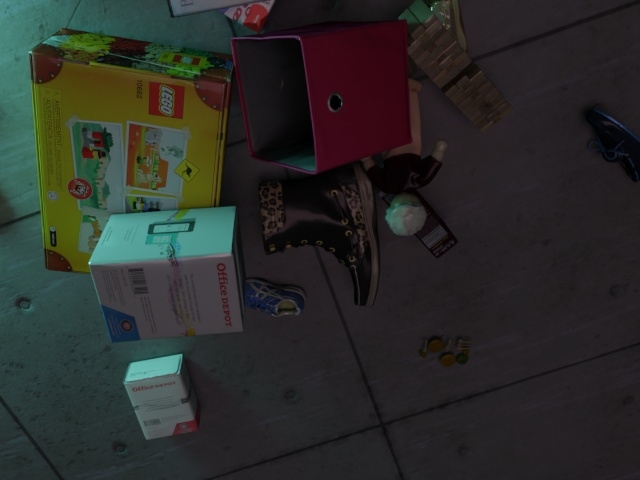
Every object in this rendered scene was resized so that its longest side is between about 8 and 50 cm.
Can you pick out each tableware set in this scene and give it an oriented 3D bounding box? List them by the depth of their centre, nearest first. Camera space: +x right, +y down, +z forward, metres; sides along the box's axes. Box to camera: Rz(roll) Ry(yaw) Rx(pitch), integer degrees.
[{"bbox_3d":[0.368,0.328,1.728,0.153,0.024,0.104,2,119,-8],"label":"tableware set"}]

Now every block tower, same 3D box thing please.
[{"bbox_3d":[0.291,-0.373,1.283,0.091,0.097,0.335,-39,130,22],"label":"block tower"}]

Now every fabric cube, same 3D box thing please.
[{"bbox_3d":[0.007,-0.303,1.196,0.258,0.259,0.254,-21,117,-31],"label":"fabric cube"}]

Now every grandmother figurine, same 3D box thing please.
[{"bbox_3d":[0.187,-0.180,1.305,0.104,0.207,0.343,7,78,-46],"label":"grandmother figurine"}]

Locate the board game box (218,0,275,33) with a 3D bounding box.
[{"bbox_3d":[-0.188,-0.630,1.168,0.301,0.086,0.308,25,111,-17],"label":"board game box"}]

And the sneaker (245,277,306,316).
[{"bbox_3d":[-0.141,0.155,1.558,0.211,0.081,0.080,4,117,-6],"label":"sneaker"}]

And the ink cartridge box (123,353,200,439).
[{"bbox_3d":[-0.445,0.443,1.663,0.158,0.092,0.218,-10,118,-1],"label":"ink cartridge box"}]

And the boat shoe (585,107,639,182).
[{"bbox_3d":[0.742,-0.225,1.449,0.258,0.109,0.089,34,112,-17],"label":"boat shoe"}]

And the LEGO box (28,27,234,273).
[{"bbox_3d":[-0.400,-0.166,1.291,0.372,0.193,0.501,7,121,-9],"label":"LEGO box"}]

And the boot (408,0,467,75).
[{"bbox_3d":[0.221,-0.479,1.286,0.165,0.077,0.213,-22,123,5],"label":"boot"}]

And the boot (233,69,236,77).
[{"bbox_3d":[-0.256,-0.367,1.319,0.118,0.042,0.087,25,117,-16],"label":"boot"}]

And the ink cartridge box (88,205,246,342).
[{"bbox_3d":[-0.297,0.066,1.210,0.269,0.197,0.198,-4,121,-3],"label":"ink cartridge box"}]

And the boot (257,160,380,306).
[{"bbox_3d":[0.000,0.000,1.465,0.283,0.138,0.378,-6,113,-4],"label":"boot"}]

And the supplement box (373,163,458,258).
[{"bbox_3d":[0.230,-0.078,1.455,0.073,0.130,0.239,-39,114,12],"label":"supplement box"}]

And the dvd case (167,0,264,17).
[{"bbox_3d":[-0.191,-0.552,1.145,0.252,0.022,0.181,-10,117,0],"label":"dvd case"}]
